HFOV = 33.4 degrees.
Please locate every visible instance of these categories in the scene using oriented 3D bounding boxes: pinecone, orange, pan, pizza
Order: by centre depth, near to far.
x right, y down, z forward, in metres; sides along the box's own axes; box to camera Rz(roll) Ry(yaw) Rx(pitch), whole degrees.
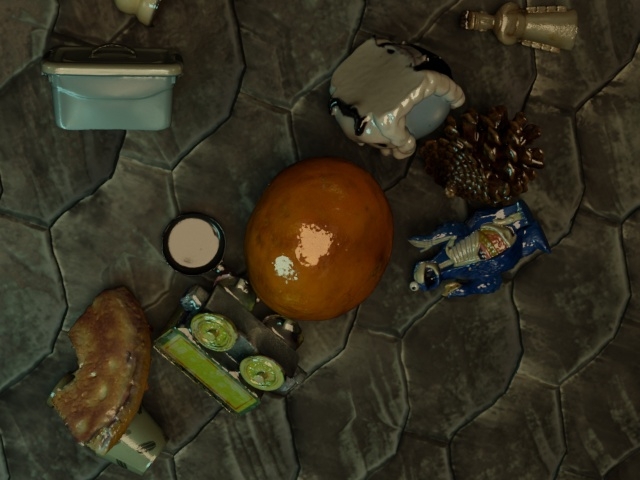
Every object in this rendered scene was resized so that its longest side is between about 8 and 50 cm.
[{"bbox_3d":[0.000,0.000,1.791,0.226,0.284,0.284,24,97,22],"label":"orange"},{"bbox_3d":[-0.360,0.217,1.811,0.161,0.085,0.305,-6,61,18],"label":"pizza"},{"bbox_3d":[0.296,-0.150,1.868,0.212,0.185,0.169,-21,144,-39],"label":"pinecone"},{"bbox_3d":[-0.186,0.037,1.885,0.212,0.040,0.115,41,91,-7],"label":"pan"}]

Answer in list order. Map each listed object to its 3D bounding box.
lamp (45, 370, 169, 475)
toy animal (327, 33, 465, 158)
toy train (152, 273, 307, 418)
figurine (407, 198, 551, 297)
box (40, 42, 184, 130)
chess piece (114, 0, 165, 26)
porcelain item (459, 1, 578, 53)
[{"bbox_3d":[-0.373,0.317,1.871,0.214,0.121,0.121,36,93,0],"label":"lamp"},{"bbox_3d":[0.131,-0.236,1.822,0.204,0.208,0.156,-47,130,1],"label":"toy animal"},{"bbox_3d":[-0.151,0.179,1.852,0.261,0.134,0.177,42,130,-13],"label":"toy train"},{"bbox_3d":[0.279,0.016,1.932,0.262,0.121,0.164,-16,116,7],"label":"figurine"},{"bbox_3d":[-0.339,-0.258,1.749,0.227,0.162,0.130,0,111,-10],"label":"box"},{"bbox_3d":[-0.361,-0.461,1.722,0.261,0.143,0.143,23,96,-9],"label":"chess piece"},{"bbox_3d":[0.347,-0.381,1.892,0.213,0.054,0.084,3,97,-11],"label":"porcelain item"}]
